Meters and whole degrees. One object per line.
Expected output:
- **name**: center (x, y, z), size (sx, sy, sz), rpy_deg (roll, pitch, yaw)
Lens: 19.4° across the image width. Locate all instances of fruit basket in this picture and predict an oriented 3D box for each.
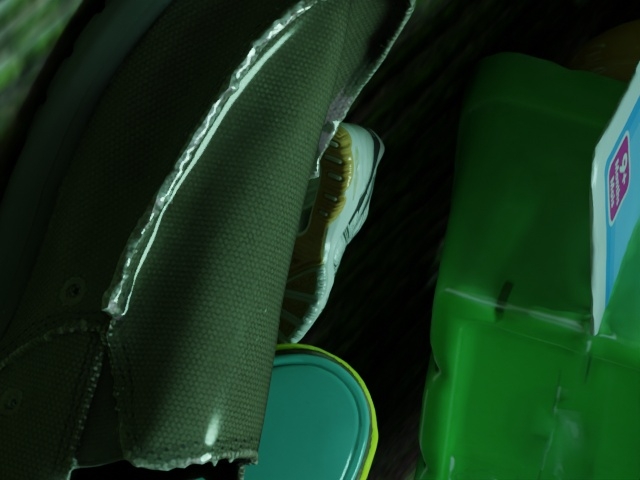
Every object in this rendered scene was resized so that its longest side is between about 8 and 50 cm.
- **fruit basket**: center (0.159, -0.001, 0.782), size (0.353, 0.165, 0.327), rpy_deg (-49, 152, -43)

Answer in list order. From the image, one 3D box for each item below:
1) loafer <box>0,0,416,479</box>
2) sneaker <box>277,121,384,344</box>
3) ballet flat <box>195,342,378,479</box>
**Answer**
- **loafer**: center (-0.041, 0.025, 0.480), size (0.251, 0.087, 0.094), rpy_deg (-59, 159, 2)
- **sneaker**: center (0.000, 0.000, 0.614), size (0.037, 0.032, 0.083), rpy_deg (-19, 137, -59)
- **ballet flat**: center (-0.073, 0.125, 0.590), size (0.231, 0.077, 0.077), rpy_deg (-49, 179, -15)
